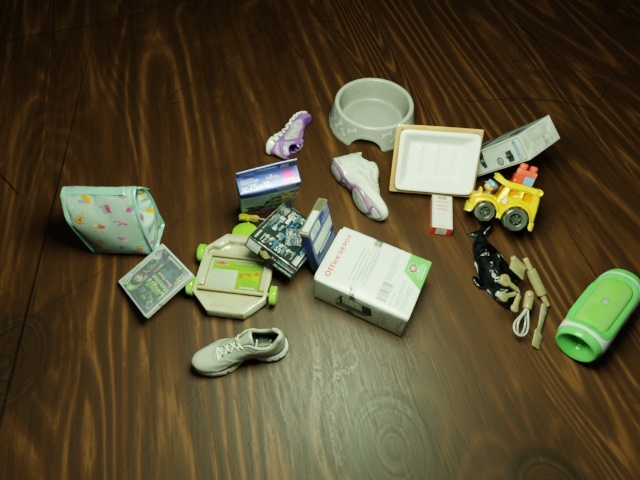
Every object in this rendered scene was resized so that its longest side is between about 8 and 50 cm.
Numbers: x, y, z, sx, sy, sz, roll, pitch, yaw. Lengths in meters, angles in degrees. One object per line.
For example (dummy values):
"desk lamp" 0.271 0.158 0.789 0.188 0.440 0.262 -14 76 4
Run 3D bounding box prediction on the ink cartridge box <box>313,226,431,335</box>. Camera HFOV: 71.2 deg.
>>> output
"ink cartridge box" 0.151 0.115 1.326 0.288 0.122 0.211 23 58 14

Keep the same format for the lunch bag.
"lunch bag" -0.619 -0.078 1.349 0.223 0.262 0.160 2 56 0

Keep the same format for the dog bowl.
"dog bowl" 0.206 -0.507 1.763 0.348 0.102 0.349 1 55 -1

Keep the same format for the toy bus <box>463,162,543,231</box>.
"toy bus" 0.600 -0.152 1.447 0.220 0.212 0.149 18 17 12

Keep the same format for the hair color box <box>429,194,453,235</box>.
"hair color box" 0.409 -0.086 1.519 0.071 0.043 0.141 8 57 4

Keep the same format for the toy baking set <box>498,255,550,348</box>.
"toy baking set" 0.599 0.175 1.313 0.196 0.030 0.256 -31 94 -30

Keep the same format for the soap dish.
"soap dish" 0.393 -0.277 1.545 0.290 0.229 0.118 5 17 3

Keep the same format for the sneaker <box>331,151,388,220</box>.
"sneaker" 0.163 -0.202 1.546 0.152 0.114 0.305 -24 60 -16

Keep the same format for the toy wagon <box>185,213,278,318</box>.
"toy wagon" -0.249 0.071 1.378 0.266 0.068 0.345 7 55 2

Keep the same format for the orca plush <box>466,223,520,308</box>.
"orca plush" 0.552 0.061 1.388 0.151 0.102 0.288 4 56 1

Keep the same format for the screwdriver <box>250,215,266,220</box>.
"screwdriver" -0.148 -0.063 1.454 0.169 0.024 0.025 18 64 -25

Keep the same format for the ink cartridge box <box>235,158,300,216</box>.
"ink cartridge box" -0.163 -0.153 1.389 0.185 0.311 0.065 -14 78 -11

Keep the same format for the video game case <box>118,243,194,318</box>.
"video game case" -0.488 0.114 1.323 0.173 0.022 0.190 -44 53 -15

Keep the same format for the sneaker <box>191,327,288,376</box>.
"sneaker" -0.219 0.283 1.202 0.262 0.121 0.099 -13 56 -11

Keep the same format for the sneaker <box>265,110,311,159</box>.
"sneaker" -0.099 -0.388 1.684 0.104 0.095 0.236 34 66 12

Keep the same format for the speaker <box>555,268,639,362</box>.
"speaker" 0.803 0.209 1.283 0.296 0.131 0.131 -38 65 -24

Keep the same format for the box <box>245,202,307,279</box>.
"box" -0.101 -0.005 1.378 0.175 0.051 0.220 35 42 3

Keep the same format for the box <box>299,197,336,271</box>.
"box" 0.000 0.000 1.344 0.036 0.225 0.137 12 55 23

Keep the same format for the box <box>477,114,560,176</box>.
"box" 0.634 -0.310 1.532 0.169 0.290 0.087 -32 96 -20
